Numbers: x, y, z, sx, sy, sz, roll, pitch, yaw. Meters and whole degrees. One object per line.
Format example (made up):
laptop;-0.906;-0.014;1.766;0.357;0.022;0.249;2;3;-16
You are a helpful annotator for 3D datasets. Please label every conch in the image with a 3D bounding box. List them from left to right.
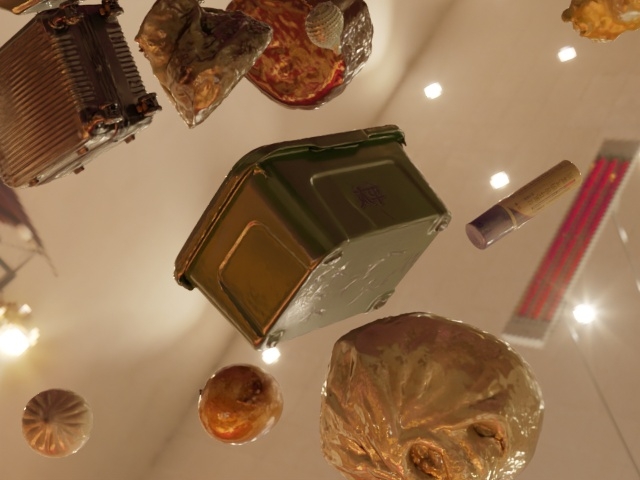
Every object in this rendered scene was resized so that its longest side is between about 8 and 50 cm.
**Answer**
conch;0.004;-0.325;1.612;0.057;0.085;0.076;-6;-144;-12

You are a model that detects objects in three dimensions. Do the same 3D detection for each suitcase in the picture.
suitcase;-0.369;-0.204;1.491;0.128;0.202;0.312;-22;-179;-44

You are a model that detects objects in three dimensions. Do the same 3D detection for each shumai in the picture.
shumai;-0.097;-0.151;0.817;0.099;0.087;0.124;-51;-167;-10

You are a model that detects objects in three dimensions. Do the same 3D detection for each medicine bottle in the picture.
medicine bottle;0.363;-0.065;1.890;0.231;0.059;0.059;-33;-143;-17

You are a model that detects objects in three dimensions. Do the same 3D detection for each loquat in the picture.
loquat;-0.133;0.268;1.737;0.141;0.141;0.141;-19;-140;17

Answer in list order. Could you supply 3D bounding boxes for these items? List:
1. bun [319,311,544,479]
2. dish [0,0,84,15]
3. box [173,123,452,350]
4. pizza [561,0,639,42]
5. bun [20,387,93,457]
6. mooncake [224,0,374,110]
bun;0.102;0.184;1.033;0.231;0.231;0.133;-18;-165;18
dish;-0.391;-0.389;1.567;0.182;0.080;0.243;-21;-171;30
box;0.000;0.000;1.374;0.177;0.329;0.252;52;-52;21
pizza;0.337;-0.235;0.860;0.288;0.280;0.075;-30;-170;21
bun;-0.509;0.345;2.017;0.138;0.094;0.138;-1;-106;5
mooncake;-0.041;-0.460;2.339;0.324;0.324;0.187;1;-145;35
